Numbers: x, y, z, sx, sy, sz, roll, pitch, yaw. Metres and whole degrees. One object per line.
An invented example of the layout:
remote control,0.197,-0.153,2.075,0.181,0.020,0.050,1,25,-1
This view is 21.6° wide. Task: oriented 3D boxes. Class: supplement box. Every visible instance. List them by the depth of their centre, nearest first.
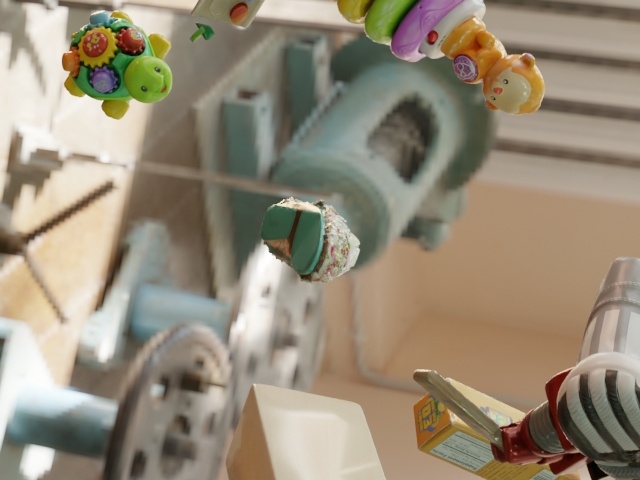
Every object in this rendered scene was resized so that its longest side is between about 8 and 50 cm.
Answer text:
supplement box,0.234,0.267,2.217,0.233,0.080,0.078,29,39,-29

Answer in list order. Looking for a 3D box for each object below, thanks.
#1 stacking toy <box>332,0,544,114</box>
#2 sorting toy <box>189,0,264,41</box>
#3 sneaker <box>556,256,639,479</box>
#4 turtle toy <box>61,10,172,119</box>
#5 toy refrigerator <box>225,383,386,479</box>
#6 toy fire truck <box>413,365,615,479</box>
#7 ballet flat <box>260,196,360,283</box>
stacking toy,0.083,-0.219,1.462,0.166,0.302,0.175,-29,163,-46
sorting toy,-0.081,-0.201,1.464,0.083,0.062,0.012,-54,-137,38
sneaker,0.200,0.088,0.914,0.228,0.086,0.132,55,40,-47
turtle toy,-0.189,-0.167,1.576,0.095,0.130,0.066,-57,155,-5
toy refrigerator,-0.004,0.230,1.347,0.269,0.102,0.094,-110,-144,-61
toy fire truck,0.248,0.184,1.835,0.217,0.246,0.158,128,-49,-63
ballet flat,0.000,0.000,1.824,0.091,0.077,0.241,-69,-162,6
